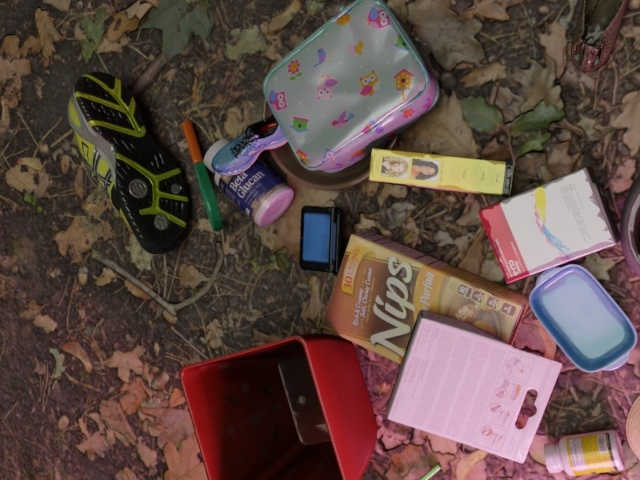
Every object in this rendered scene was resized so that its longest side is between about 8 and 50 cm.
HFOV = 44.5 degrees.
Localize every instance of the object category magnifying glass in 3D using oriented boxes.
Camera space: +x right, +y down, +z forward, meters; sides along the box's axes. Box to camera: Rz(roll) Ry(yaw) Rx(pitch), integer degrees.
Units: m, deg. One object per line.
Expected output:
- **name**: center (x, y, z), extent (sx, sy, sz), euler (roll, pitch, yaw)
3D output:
- **magnifying glass**: center (-0.232, -0.127, 1.530), extent (0.026, 0.092, 0.231), euler (-14, 75, -10)

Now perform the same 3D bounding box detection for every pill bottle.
- **pill bottle**: center (-0.139, -0.114, 1.473), extent (0.169, 0.094, 0.094), euler (43, 109, 16)
- **pill bottle**: center (0.425, 0.345, 1.266), extent (0.116, 0.065, 0.065), euler (-15, 87, 25)

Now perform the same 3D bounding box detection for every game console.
- **game console**: center (0.000, 0.000, 1.434), extent (0.071, 0.107, 0.122), euler (1, 95, -4)

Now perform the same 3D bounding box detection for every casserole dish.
- **casserole dish**: center (0.423, 0.123, 1.263), extent (0.114, 0.037, 0.188), euler (-41, 80, 21)

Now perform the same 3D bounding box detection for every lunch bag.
- **lunch bag**: center (0.052, -0.266, 1.327), extent (0.279, 0.108, 0.224), euler (-34, 75, 20)

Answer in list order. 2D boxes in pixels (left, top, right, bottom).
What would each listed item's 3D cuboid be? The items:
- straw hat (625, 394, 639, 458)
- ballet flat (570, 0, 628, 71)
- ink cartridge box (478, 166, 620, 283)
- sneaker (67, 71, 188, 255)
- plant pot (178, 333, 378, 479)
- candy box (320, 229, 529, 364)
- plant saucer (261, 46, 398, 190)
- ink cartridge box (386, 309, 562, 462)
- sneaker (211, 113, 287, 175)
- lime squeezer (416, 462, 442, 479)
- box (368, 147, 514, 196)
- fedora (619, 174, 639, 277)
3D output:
- **straw hat**: center (0.542, 0.301, 1.212), extent (0.144, 0.061, 0.145), euler (2, 94, 24)
- **ballet flat**: center (0.441, -0.386, 1.212), extent (0.084, 0.058, 0.250), euler (18, 101, 22)
- **ink cartridge box**: center (0.364, -0.026, 1.233), extent (0.176, 0.128, 0.127), euler (-23, 84, 25)
- **sneaker**: center (-0.389, -0.145, 1.584), extent (0.147, 0.145, 0.385), euler (-30, 83, 54)
- **plant pot**: center (-0.044, 0.301, 1.375), extent (0.267, 0.235, 0.267), euler (-19, 85, 29)
- **candy box**: center (0.176, 0.125, 1.350), extent (0.316, 0.087, 0.183), euler (23, 104, 20)
- **plant saucer**: center (0.022, -0.229, 1.423), extent (0.277, 0.041, 0.278), euler (2, 94, 25)
- **ink cartridge box**: center (0.243, 0.236, 1.268), extent (0.232, 0.066, 0.189), euler (17, 104, 0)
- **sneaker**: center (-0.130, -0.180, 1.405), extent (0.162, 0.073, 0.063), euler (-35, 71, -3)
- **lime squeezer**: center (0.076, 0.469, 1.443), extent (0.310, 0.059, 0.110), euler (-7, 60, 22)
- **box**: center (0.202, -0.113, 1.304), extent (0.232, 0.087, 0.058), euler (7, 94, 14)
- **fedora**: center (0.581, -0.034, 1.135), extent (0.275, 0.124, 0.244), euler (-44, 74, 29)
